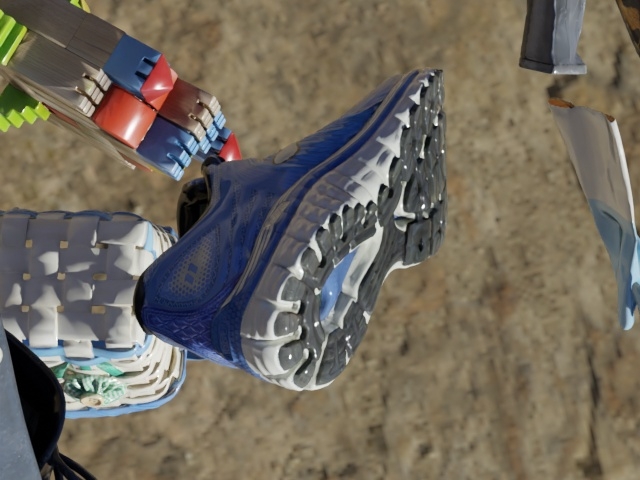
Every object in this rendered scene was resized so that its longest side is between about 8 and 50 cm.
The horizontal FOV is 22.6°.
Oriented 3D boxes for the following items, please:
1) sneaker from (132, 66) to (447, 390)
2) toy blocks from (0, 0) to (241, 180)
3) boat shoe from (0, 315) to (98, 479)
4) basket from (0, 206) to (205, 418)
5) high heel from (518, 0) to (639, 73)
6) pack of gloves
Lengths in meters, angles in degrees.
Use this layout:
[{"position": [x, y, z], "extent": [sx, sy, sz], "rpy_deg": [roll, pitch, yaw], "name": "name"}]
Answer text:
[{"position": [-0.013, -0.028, 1.024], "extent": [0.330, 0.147, 0.130], "rpy_deg": [-45, 137, -55], "name": "sneaker"}, {"position": [-0.232, -0.163, 1.855], "extent": [0.191, 0.261, 0.381], "rpy_deg": [-60, 170, -7], "name": "toy blocks"}, {"position": [-0.236, 0.137, 1.029], "extent": [0.156, 0.187, 0.500], "rpy_deg": [-43, 147, -24], "name": "boat shoe"}, {"position": [-0.245, 0.073, 1.553], "extent": [0.289, 0.254, 0.201], "rpy_deg": [72, 20, -78], "name": "basket"}, {"position": [0.227, -0.178, 0.917], "extent": [0.093, 0.261, 0.186], "rpy_deg": [-9, 107, -49], "name": "high heel"}, {"position": [0.252, 0.018, 1.200], "extent": [0.046, 0.195, 0.232], "rpy_deg": [-34, 119, -14], "name": "pack of gloves"}]
